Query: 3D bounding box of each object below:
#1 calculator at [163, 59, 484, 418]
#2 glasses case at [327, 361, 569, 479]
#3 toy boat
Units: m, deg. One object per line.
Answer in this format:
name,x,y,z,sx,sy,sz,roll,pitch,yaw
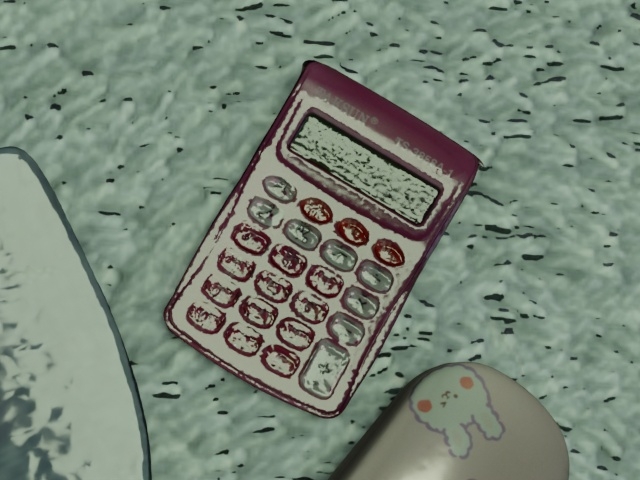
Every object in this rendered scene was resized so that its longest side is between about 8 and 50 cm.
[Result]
calculator,0.000,0.000,0.918,0.127,0.034,0.190,31,82,-8
glasses case,0.027,0.199,0.870,0.113,0.075,0.297,41,76,-6
toy boat,-0.164,0.084,0.840,0.127,0.078,0.283,-19,85,-25
